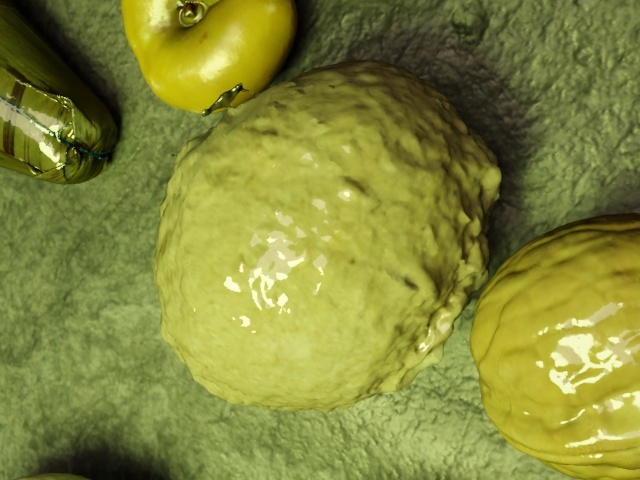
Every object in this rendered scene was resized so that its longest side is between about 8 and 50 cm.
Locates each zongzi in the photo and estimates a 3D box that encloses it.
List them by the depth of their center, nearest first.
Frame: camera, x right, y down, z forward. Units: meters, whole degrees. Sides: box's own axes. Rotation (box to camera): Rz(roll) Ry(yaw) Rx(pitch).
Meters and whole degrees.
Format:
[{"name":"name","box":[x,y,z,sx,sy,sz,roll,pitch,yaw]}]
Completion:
[{"name":"zongzi","box":[-0.312,-0.218,0.941,0.260,0.123,0.289,16,97,14]}]

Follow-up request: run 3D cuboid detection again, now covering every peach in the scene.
[{"name":"peach","box":[-0.102,-0.208,0.869,0.179,0.103,0.179,2,95,17]}]

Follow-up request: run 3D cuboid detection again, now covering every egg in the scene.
[{"name":"egg","box":[0.000,0.000,0.774,0.310,0.279,0.279,-46,80,10]}]

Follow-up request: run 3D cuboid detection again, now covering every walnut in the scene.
[{"name":"walnut","box":[0.228,0.086,0.724,0.228,0.228,0.227,2,96,20]}]

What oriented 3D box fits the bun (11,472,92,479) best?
[{"name":"bun","box":[-0.244,0.363,0.946,0.299,0.165,0.298,6,106,22]}]
